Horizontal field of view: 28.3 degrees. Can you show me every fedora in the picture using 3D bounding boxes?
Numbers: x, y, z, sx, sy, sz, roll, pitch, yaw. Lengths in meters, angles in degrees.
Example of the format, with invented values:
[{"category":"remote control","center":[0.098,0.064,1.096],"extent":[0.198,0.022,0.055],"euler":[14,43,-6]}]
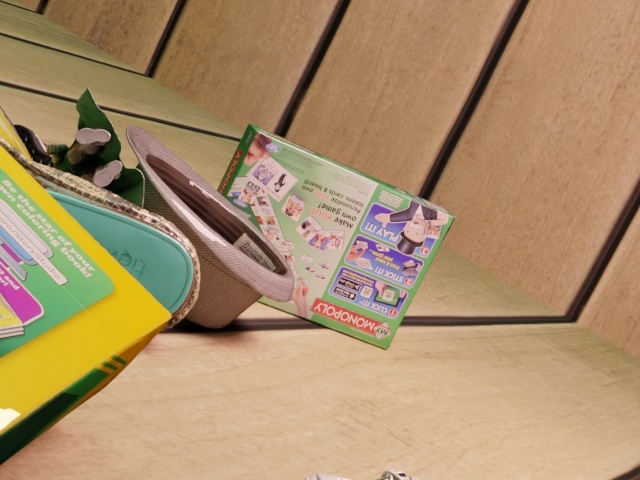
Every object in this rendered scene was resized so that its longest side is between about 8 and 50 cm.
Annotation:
[{"category":"fedora","center":[-0.163,0.004,1.488],"extent":[0.275,0.124,0.243],"euler":[41,8,-19]}]

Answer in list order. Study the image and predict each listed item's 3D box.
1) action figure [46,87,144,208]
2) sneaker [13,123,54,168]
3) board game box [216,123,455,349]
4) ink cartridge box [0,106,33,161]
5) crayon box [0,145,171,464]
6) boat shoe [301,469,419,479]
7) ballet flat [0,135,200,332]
[{"category":"action figure","center":[-0.268,-0.077,1.419],"extent":[0.064,0.137,0.232],"euler":[-21,0,-24]},{"category":"sneaker","center":[-0.352,-0.066,1.626],"extent":[0.235,0.084,0.097],"euler":[36,-12,41]},{"category":"board game box","center":[0.000,0.000,1.712],"extent":[0.317,0.213,0.046],"euler":[23,11,-24]},{"category":"ink cartridge box","center":[-0.425,-0.176,1.447],"extent":[0.303,0.072,0.307],"euler":[52,-9,52]},{"category":"crayon box","center":[-0.313,-0.004,0.875],"extent":[0.363,0.106,0.313],"euler":[45,18,3]},{"category":"boat shoe","center":[0.069,0.234,1.114],"extent":[0.184,0.063,0.066],"euler":[25,10,-12]},{"category":"ballet flat","center":[-0.350,-0.036,1.270],"extent":[0.483,0.164,0.182],"euler":[28,-13,-25]}]
